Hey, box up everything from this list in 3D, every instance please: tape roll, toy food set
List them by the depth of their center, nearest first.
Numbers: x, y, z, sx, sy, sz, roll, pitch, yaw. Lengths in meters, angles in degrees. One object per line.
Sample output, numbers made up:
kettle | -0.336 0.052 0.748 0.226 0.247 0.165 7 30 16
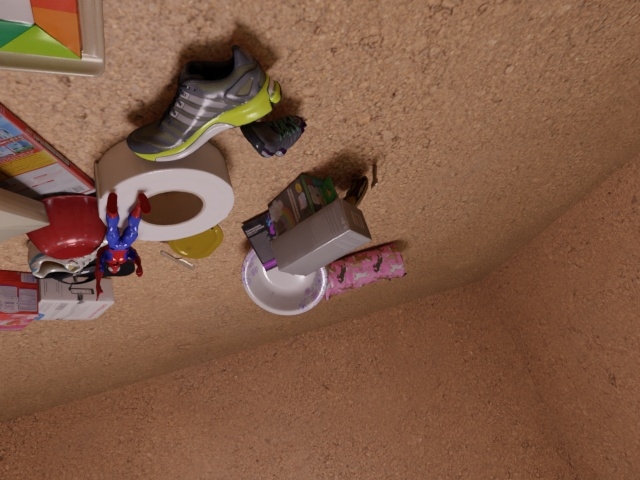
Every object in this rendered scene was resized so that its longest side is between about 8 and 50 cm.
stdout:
tape roll | -0.342 -0.109 0.912 0.286 0.100 0.286 -16 157 -7
toy food set | -0.358 -0.015 1.160 0.128 0.071 0.218 29 130 -29
toy food set | 0.095 -0.135 1.183 0.038 0.132 0.192 28 126 -15

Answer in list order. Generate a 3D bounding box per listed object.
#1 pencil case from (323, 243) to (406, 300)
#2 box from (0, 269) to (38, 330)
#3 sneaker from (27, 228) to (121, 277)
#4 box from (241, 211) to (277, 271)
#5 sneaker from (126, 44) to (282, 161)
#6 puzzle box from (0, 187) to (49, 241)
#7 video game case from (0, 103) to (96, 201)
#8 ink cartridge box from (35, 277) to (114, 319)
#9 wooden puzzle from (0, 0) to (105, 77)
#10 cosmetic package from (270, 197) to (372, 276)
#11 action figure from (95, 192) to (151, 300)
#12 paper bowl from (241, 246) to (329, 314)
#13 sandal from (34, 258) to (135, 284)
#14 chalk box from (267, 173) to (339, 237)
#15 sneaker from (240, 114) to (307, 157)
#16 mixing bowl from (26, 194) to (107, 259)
pencil case | 0.170 0.137 1.775 0.386 0.167 0.160 -15 -171 -9
box | -0.881 0.152 1.033 0.122 0.128 0.257 -32 154 27
sneaker | -0.600 0.029 1.024 0.228 0.092 0.087 -14 155 -14
box | -0.152 0.001 1.241 0.116 0.162 0.029 -25 -167 13
sneaker | -0.226 -0.246 0.726 0.300 0.111 0.121 -25 140 9
puzzle box | -0.741 -0.004 0.684 0.409 0.052 0.272 -20 173 -4
video game case | -0.594 -0.137 0.750 0.204 0.025 0.285 -18 157 -1
ink cartridge box | -0.757 0.175 1.230 0.148 0.086 0.203 -32 154 29
wooden puzzle | -0.394 -0.308 0.506 0.221 0.044 0.239 -6 153 -28
cosmetic package | 0.000 0.000 1.082 0.238 0.107 0.127 -27 155 24
action figure | -0.423 0.030 0.868 0.091 0.139 0.280 -1 154 -33
paper bowl | -0.112 0.095 1.369 0.284 0.284 0.148 -26 -161 15
sandal | -0.657 0.088 1.155 0.254 0.054 0.097 0 150 -38
chalk box | -0.025 -0.092 1.149 0.132 0.132 0.213 8 146 -45
sneaker | -0.087 -0.226 0.823 0.098 0.083 0.224 -37 -174 13
mixing bowl | -0.557 -0.018 0.909 0.181 0.098 0.181 -19 168 -4
